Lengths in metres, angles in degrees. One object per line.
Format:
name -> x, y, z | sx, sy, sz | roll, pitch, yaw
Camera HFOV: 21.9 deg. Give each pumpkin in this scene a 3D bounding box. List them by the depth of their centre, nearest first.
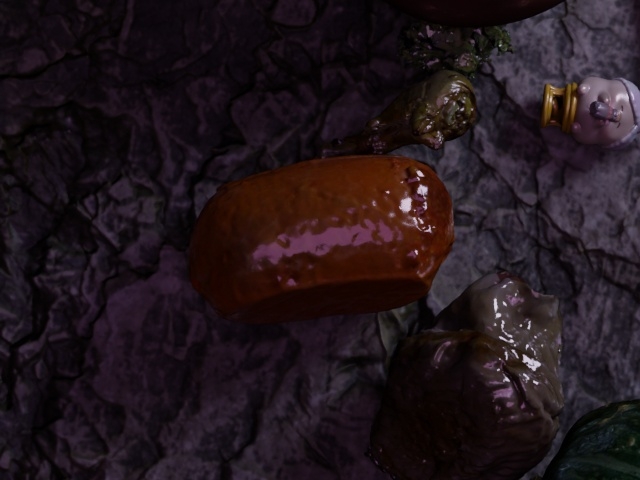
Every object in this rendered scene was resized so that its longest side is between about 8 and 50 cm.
pumpkin -> 0.339, 0.252, 1.583 | 0.263, 0.293, 0.197 | 32, 87, 9

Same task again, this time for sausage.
sausage -> 0.000, -0.001, 1.636 | 0.268, 0.153, 0.141 | -9, 67, -1

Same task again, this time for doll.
doll -> 0.289, -0.130, 1.676 | 0.127, 0.084, 0.073 | 7, 91, 6

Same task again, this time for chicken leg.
chicken leg -> 0.075, -0.112, 1.655 | 0.178, 0.093, 0.070 | -19, 108, 27

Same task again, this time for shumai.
shumai -> 0.174, 0.148, 1.659 | 0.184, 0.218, 0.185 | 41, 47, 23

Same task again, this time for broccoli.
broccoli -> 0.134, -0.198, 1.670 | 0.097, 0.092, 0.095 | 39, 102, -19

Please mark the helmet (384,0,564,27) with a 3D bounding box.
helmet -> 0.165, -0.325, 1.584 | 0.384, 0.337, 0.230 | -15, 116, -27
